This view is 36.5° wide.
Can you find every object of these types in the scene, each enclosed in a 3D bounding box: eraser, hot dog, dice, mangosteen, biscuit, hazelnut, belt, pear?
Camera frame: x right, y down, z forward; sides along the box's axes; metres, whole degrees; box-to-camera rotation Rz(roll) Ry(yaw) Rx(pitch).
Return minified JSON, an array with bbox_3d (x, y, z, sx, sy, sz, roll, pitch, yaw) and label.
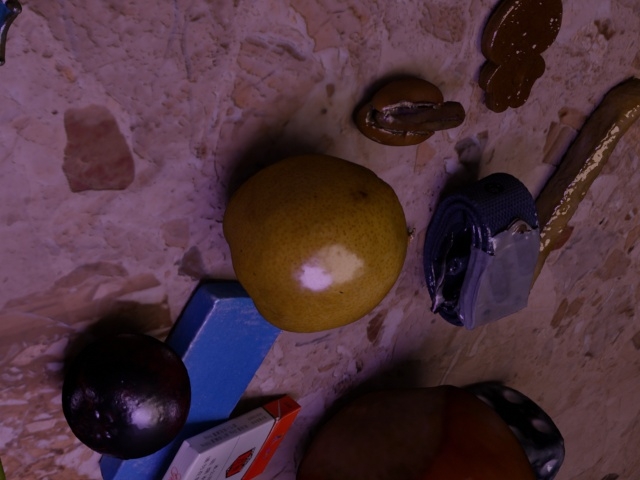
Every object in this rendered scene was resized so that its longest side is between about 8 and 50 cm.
[{"bbox_3d":[-0.160,0.188,1.248,0.144,0.042,0.311,9,118,-47],"label":"eraser"},{"bbox_3d":[0.110,-0.150,1.169,0.140,0.060,0.090,-2,130,-46],"label":"hot dog"},{"bbox_3d":[0.309,0.377,1.736,0.183,0.182,0.181,-1,126,-40],"label":"dice"},{"bbox_3d":[-0.218,0.173,1.114,0.152,0.152,0.152,-24,138,-24],"label":"mangosteen"},{"bbox_3d":[0.249,-0.245,1.234,0.124,0.026,0.175,-17,134,-29],"label":"biscuit"},{"bbox_3d":[0.149,0.392,1.477,0.366,0.366,0.365,-24,138,-24],"label":"hazelnut"},{"bbox_3d":[0.216,0.020,1.356,0.126,0.139,0.230,-22,139,-28],"label":"belt"},{"bbox_3d":[0.000,0.000,1.082,0.209,0.209,0.209,-24,138,-24],"label":"pear"}]

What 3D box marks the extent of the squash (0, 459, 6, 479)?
[{"bbox_3d":[-0.353,0.217,0.900,0.111,0.288,0.203,-1,126,-40],"label":"squash"}]

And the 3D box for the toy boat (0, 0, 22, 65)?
[{"bbox_3d":[-0.321,-0.177,0.736,0.185,0.077,0.075,6,121,-45],"label":"toy boat"}]

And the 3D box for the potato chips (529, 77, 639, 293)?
[{"bbox_3d":[0.376,-0.066,1.489,0.080,0.057,0.407,6,120,-41],"label":"potato chips"}]

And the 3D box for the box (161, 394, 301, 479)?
[{"bbox_3d":[-0.129,0.298,1.331,0.245,0.035,0.139,-8,132,-59],"label":"box"}]

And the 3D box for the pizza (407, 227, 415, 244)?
[{"bbox_3d":[0.100,0.010,1.344,0.083,0.016,0.037,-43,144,4],"label":"pizza"}]
